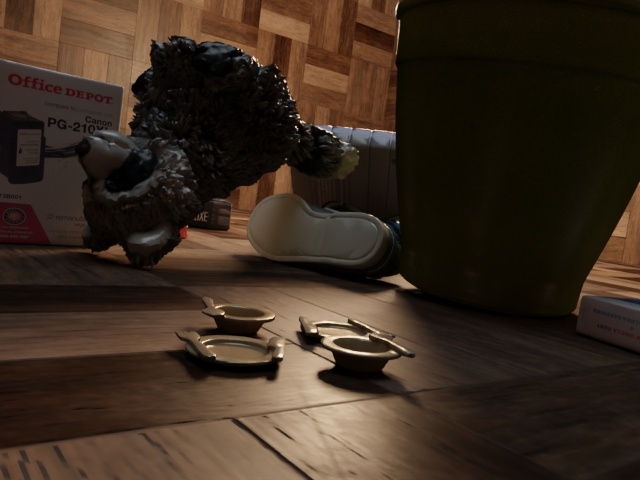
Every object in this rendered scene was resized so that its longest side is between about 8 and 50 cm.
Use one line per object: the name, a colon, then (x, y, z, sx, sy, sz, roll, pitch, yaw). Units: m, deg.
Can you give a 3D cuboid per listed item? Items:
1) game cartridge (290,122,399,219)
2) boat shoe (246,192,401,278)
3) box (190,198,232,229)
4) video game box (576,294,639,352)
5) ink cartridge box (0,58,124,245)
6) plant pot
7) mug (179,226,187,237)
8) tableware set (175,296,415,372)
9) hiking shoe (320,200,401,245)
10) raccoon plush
game cartridge: (0.058, -0.092, 1.178, 0.230, 0.068, 0.355, 11, -32, 10)
boat shoe: (0.000, 0.000, 0.942, 0.319, 0.116, 0.099, 12, -13, 46)
box: (-0.373, -0.089, 1.602, 0.242, 0.077, 0.307, 7, 4, -12)
video game box: (0.399, 0.097, 0.572, 0.205, 0.048, 0.187, 5, 7, -22)
ink cartridge box: (-0.386, -0.117, 0.819, 0.171, 0.237, 0.100, 3, 5, -40)
plant pot: (0.249, -0.098, 0.764, 0.366, 0.353, 0.366, 9, 9, -1)
mug: (-0.319, -0.095, 1.127, 0.113, 0.169, 0.150, 11, 5, 34)
tableware set: (-0.019, 0.067, 0.423, 0.168, 0.020, 0.141, 7, 4, -13)
hiking shoe: (0.138, 0.011, 1.101, 0.303, 0.113, 0.132, 6, 26, -14)
raccoon plush: (-0.119, -0.077, 0.831, 0.446, 0.299, 0.216, 19, -11, -31)
